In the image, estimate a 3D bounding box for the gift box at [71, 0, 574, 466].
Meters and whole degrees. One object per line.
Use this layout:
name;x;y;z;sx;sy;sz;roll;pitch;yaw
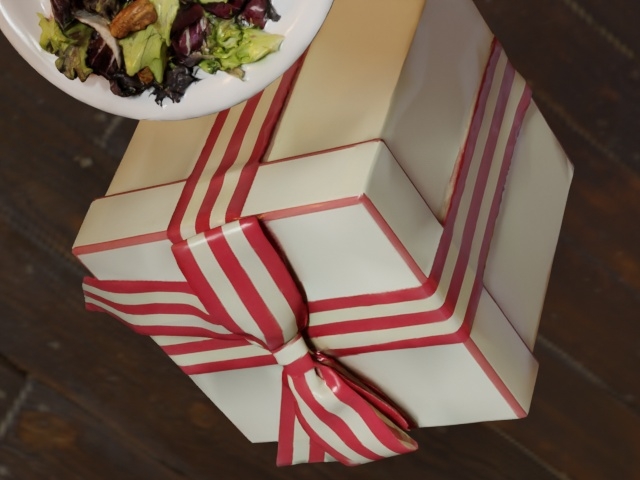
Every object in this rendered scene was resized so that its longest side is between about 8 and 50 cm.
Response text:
gift box;0.000;0.000;1.070;0.255;0.276;0.258;48;43;-33

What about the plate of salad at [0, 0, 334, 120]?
plate of salad;-0.084;-0.153;0.741;0.199;0.200;0.048;68;20;-7
